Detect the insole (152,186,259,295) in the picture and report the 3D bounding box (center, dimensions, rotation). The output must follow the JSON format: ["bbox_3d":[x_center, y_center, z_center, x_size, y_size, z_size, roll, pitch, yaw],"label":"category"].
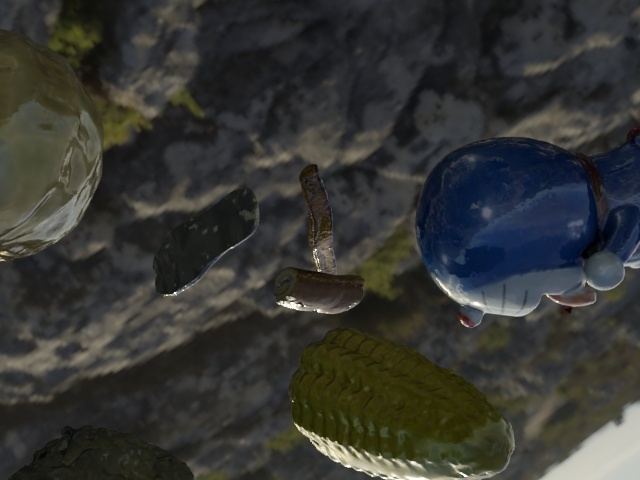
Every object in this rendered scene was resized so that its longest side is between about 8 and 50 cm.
[{"bbox_3d":[-0.145,0.003,1.640,0.011,0.081,0.248,2,157,-38],"label":"insole"}]

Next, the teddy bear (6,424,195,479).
[{"bbox_3d":[-0.255,0.316,1.159,0.357,0.367,0.224,-21,140,30],"label":"teddy bear"}]

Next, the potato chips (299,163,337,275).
[{"bbox_3d":[0.000,0.000,1.260,0.026,0.037,0.204,-20,149,-6],"label":"potato chips"}]

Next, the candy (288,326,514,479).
[{"bbox_3d":[0.062,0.126,0.930,0.094,0.106,0.199,-47,-154,-17],"label":"candy"}]

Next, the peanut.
[{"bbox_3d":[-0.217,-0.065,0.849,0.147,0.147,0.305,-34,-159,-8],"label":"peanut"}]

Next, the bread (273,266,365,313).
[{"bbox_3d":[-0.001,0.046,1.220,0.083,0.036,0.047,8,157,-35],"label":"bread"}]

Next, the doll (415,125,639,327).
[{"bbox_3d":[0.209,-0.016,1.121,0.257,0.161,0.215,-6,-161,-1],"label":"doll"}]
